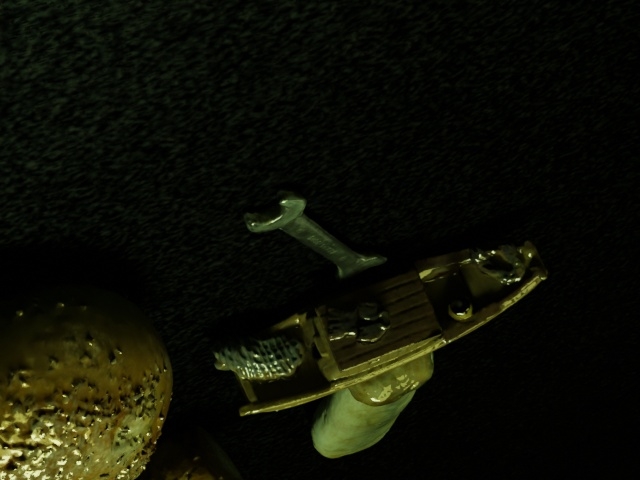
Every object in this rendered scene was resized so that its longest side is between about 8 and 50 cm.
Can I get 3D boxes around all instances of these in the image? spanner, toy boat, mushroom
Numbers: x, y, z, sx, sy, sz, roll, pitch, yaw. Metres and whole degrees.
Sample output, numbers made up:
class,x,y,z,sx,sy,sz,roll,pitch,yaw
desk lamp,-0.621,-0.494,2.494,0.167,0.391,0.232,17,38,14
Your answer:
class,x,y,z,sx,sy,sz,roll,pitch,yaw
spanner,0.000,0.000,1.352,0.054,0.015,0.254,-29,159,11
toy boat,0.058,0.075,1.480,0.321,0.089,0.121,-22,170,-4
mushroom,0.050,0.167,1.731,0.100,0.081,0.312,-14,162,-14

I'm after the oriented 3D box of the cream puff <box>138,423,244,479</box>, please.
class,x,y,z,sx,sy,sz,roll,pitch,yaw
cream puff,-0.138,0.268,1.700,0.103,0.144,0.126,-37,124,4

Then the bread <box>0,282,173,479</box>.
class,x,y,z,sx,sy,sz,roll,pitch,yaw
bread,-0.251,0.152,1.264,0.305,0.159,0.305,-19,160,-7
